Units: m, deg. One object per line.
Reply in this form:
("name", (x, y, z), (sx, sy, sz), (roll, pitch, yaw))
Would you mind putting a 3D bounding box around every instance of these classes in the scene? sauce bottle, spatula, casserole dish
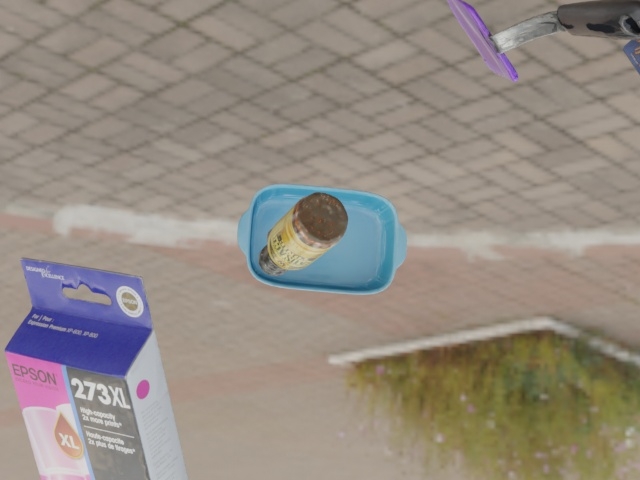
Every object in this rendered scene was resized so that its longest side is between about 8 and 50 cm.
("sauce bottle", (-0.017, 0.000, 0.908), (0.042, 0.042, 0.128), (9, 162, -14))
("spatula", (0.168, -0.161, 0.930), (0.084, 0.030, 0.296), (53, 167, -16))
("casserole dish", (0.000, 0.000, 1.337), (0.188, 0.114, 0.037), (5, 173, -12))

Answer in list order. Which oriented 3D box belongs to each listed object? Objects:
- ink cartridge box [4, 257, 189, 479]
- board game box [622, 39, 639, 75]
("ink cartridge box", (-0.235, 0.203, 1.319), (0.175, 0.371, 0.069), (7, -154, 32))
("board game box", (0.360, -0.064, 1.029), (0.042, 0.165, 0.243), (-40, 112, 19))
